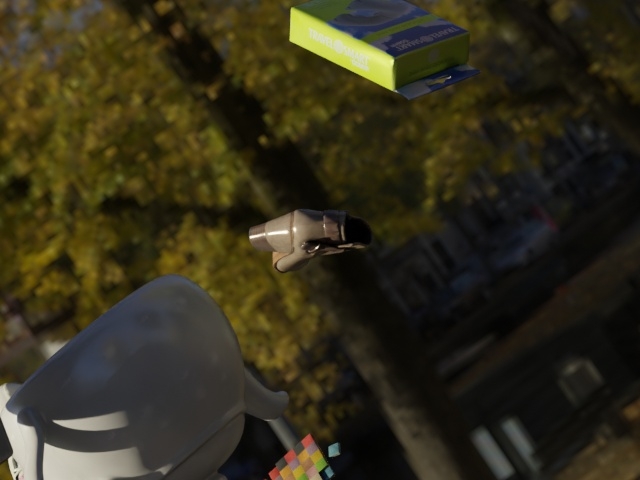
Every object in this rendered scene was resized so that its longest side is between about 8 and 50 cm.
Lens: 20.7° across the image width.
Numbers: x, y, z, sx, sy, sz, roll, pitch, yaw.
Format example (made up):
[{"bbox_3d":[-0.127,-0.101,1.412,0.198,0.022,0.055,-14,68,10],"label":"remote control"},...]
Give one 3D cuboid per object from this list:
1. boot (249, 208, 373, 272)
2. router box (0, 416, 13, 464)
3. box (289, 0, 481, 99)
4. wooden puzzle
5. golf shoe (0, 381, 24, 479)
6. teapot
[{"bbox_3d":[0.000,0.000,1.400,0.087,0.042,0.118,-6,-9,21],"label":"boot"},{"bbox_3d":[-0.418,0.029,1.493,0.082,0.335,0.301,-32,28,-31],"label":"router box"},{"bbox_3d":[0.066,-0.204,1.783,0.109,0.178,0.042,-24,-50,-36],"label":"box"},{"bbox_3d":[-0.017,0.189,1.419,0.083,0.006,0.049,-43,41,9],"label":"wooden puzzle"},{"bbox_3d":[-0.284,0.225,1.795,0.067,0.186,0.086,-37,-12,17],"label":"golf shoe"},{"bbox_3d":[-0.160,0.168,1.625,0.256,0.187,0.252,-39,-6,-9],"label":"teapot"}]
